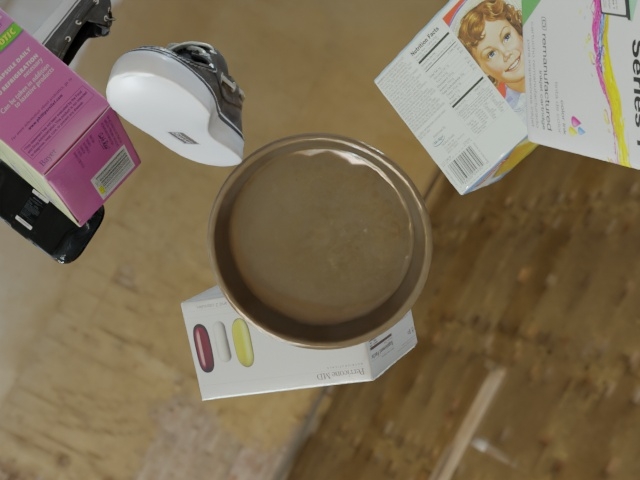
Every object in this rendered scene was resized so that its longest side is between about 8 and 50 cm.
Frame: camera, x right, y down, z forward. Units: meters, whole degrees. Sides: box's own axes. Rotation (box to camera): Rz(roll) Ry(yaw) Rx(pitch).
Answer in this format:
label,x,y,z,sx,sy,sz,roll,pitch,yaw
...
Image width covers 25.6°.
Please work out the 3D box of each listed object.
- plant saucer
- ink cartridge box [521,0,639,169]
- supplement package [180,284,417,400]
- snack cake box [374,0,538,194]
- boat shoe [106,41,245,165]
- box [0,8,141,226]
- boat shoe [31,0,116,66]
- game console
label,x,y,z,sx,sy,sz,roll,pitch,yaw
plant saucer,0.000,0.000,1.730,0.278,0.277,0.041,-58,-175,18
ink cartridge box,0.262,-0.162,1.060,0.278,0.117,0.201,-150,-127,-69
supplement package,-0.026,0.118,1.978,0.261,0.145,0.204,-10,-173,23
snack cake box,0.194,-0.185,1.359,0.264,0.152,0.089,-44,166,36
boat shoe,-0.142,-0.165,1.509,0.301,0.108,0.102,40,56,-71
box,-0.353,-0.159,1.680,0.117,0.243,0.213,-49,169,-10
boat shoe,-0.330,-0.309,1.980,0.228,0.076,0.080,-53,177,-23
game console,-0.452,-0.078,1.990,0.044,0.361,0.213,13,108,-59
